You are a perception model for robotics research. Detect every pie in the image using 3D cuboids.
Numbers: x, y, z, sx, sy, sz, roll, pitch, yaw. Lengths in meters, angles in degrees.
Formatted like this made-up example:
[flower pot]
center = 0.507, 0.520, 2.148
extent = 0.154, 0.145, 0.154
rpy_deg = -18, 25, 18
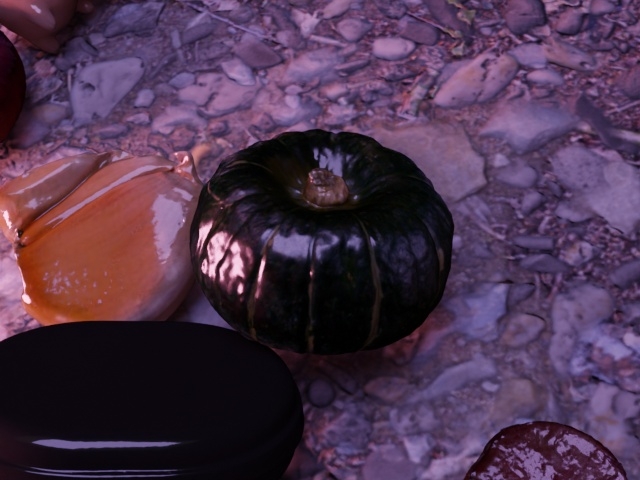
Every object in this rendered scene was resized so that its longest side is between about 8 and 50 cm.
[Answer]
[pie]
center = 0.197, 0.228, 0.933
extent = 0.155, 0.036, 0.154
rpy_deg = -4, 55, 6

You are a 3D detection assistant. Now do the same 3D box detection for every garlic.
[garlic]
center = -0.215, 0.001, 1.120
extent = 0.228, 0.110, 0.217
rpy_deg = -23, 66, 6

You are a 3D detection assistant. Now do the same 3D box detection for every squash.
[squash]
center = 0.000, 0.000, 1.018
extent = 0.252, 0.165, 0.252
rpy_deg = 9, 34, -6

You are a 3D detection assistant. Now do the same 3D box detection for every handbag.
[handbag]
center = -0.169, 0.154, 0.948
extent = 0.308, 0.093, 0.254
rpy_deg = 1, 21, -6

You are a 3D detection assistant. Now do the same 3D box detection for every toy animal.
[toy animal]
center = -0.337, -0.373, 1.373
extent = 0.154, 0.166, 0.250
rpy_deg = 38, 68, -2

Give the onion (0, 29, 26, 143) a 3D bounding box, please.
[onion]
center = -0.469, -0.186, 1.256
extent = 0.248, 0.161, 0.248
rpy_deg = -1, 64, 2
